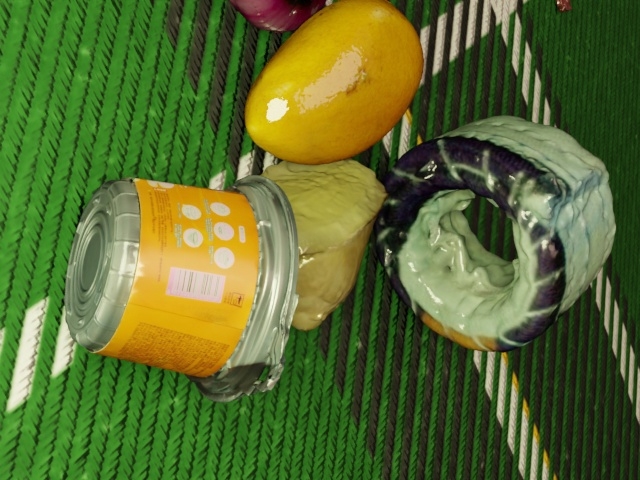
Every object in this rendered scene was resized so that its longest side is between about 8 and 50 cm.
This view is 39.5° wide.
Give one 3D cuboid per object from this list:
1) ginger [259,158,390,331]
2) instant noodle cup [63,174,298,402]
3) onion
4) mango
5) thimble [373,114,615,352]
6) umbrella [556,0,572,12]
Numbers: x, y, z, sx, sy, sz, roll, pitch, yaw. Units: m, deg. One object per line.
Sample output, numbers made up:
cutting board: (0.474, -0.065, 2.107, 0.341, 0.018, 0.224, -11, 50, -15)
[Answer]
ginger: (0.002, -0.004, 0.836, 0.193, 0.115, 0.123, -44, 139, -48)
instant noodle cup: (-0.114, 0.026, 0.661, 0.125, 0.208, 0.178, 12, 103, -30)
onion: (-0.031, -0.246, 0.806, 0.115, 0.104, 0.115, -12, 111, -34)
mango: (0.016, -0.143, 0.834, 0.217, 0.102, 0.141, -31, 149, -35)
thimble: (0.178, -0.014, 0.905, 0.150, 0.237, 0.237, -32, 109, -42)
umbrella: (0.372, -0.394, 1.298, 0.165, 0.025, 0.027, -67, 151, -24)
